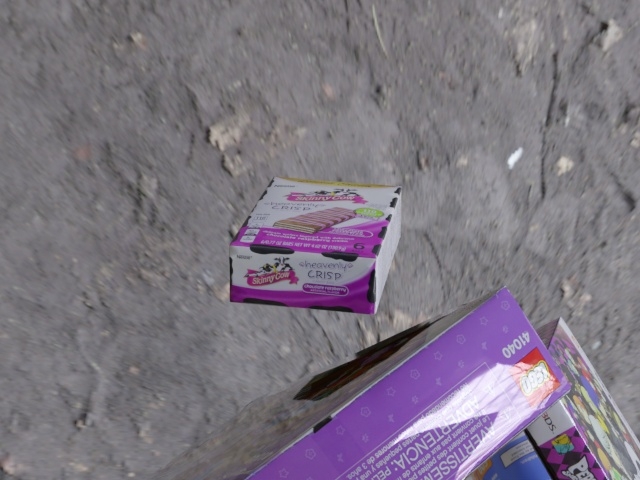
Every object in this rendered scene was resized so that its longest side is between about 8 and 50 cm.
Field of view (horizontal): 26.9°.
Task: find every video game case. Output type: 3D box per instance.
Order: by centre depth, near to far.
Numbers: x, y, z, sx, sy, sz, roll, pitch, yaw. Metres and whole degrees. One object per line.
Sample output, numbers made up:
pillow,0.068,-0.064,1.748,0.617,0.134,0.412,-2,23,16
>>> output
video game case,0.232,0.180,1.111,0.041,0.232,0.210,-32,88,16

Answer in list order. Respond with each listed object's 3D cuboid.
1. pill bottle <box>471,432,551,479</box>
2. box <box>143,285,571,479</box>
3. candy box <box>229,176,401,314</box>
pill bottle,0.282,0.333,1.519,0.152,0.152,0.272,-22,47,0
box,-0.039,0.127,0.635,0.201,0.293,0.057,-33,90,-29
candy box,0.000,0.000,1.483,0.159,0.233,0.071,5,111,8
